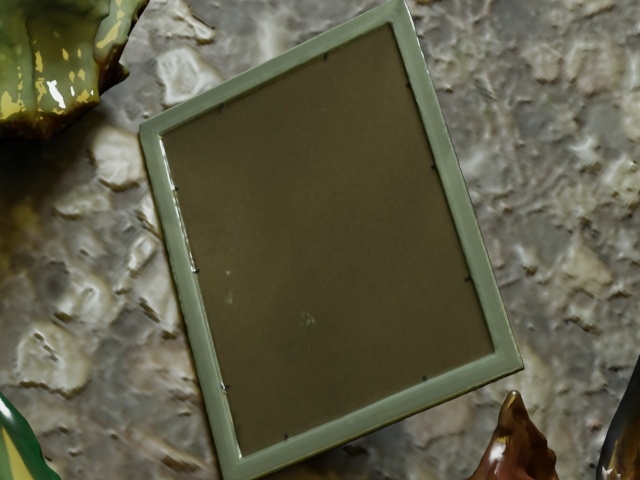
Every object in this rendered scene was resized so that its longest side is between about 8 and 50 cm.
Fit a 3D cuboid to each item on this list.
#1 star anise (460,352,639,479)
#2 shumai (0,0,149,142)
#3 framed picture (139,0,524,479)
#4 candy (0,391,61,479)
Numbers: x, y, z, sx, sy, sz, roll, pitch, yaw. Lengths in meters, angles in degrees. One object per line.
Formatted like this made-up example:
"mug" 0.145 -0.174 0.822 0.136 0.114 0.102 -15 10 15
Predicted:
"star anise" 0.111 0.143 0.758 0.237 0.148 0.346 -2 52 32
"shumai" -0.167 -0.107 0.850 0.184 0.184 0.142 12 89 -10
"framed picture" 0.000 0.000 0.836 0.142 0.011 0.183 -25 64 18
"candy" -0.216 0.076 0.634 0.172 0.263 0.398 -13 67 -30
